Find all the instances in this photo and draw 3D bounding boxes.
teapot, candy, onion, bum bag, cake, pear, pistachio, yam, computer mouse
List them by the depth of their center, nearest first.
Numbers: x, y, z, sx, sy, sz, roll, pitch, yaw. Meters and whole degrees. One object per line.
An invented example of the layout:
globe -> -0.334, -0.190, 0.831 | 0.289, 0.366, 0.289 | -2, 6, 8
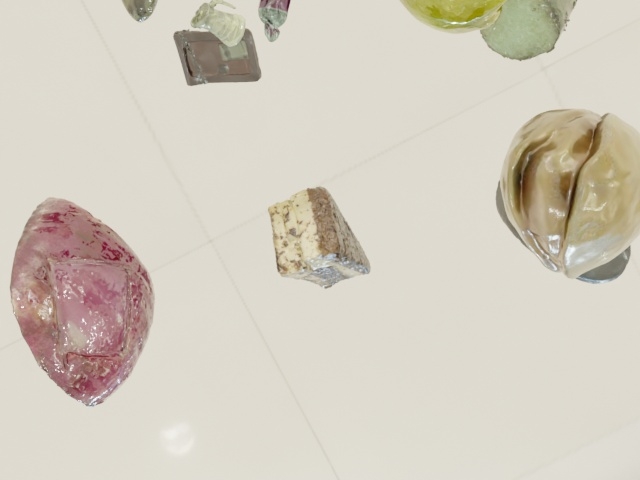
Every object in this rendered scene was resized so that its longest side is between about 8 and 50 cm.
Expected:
pistachio -> 0.281, -0.051, 1.037 | 0.162, 0.293, 0.182 | 18, 89, 19
onion -> -0.292, 0.081, 1.259 | 0.111, 0.247, 0.250 | -17, 127, 15
candy -> -0.064, -0.376, 1.425 | 0.045, 0.043, 0.175 | 23, 68, -30
pear -> 0.207, -0.423, 1.490 | 0.200, 0.200, 0.200 | 0, 98, -3
computer mouse -> 0.383, -0.038, 1.549 | 0.270, 0.086, 0.138 | 49, 120, 29
teapot -> -0.171, -0.367, 1.582 | 0.083, 0.057, 0.067 | 16, 95, -37
cake -> 0.002, -0.003, 1.600 | 0.112, 0.246, 0.135 | -19, 77, 14
bum bag -> -0.189, -0.341, 1.753 | 0.159, 0.026, 0.109 | 1, 125, 18
yam -> 0.417, -0.492, 1.804 | 0.168, 0.168, 0.304 | 33, 56, -7

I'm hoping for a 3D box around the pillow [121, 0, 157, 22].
pillow -> -0.180, -0.330, 0.892 | 0.093, 0.051, 0.241 | -21, 81, 34
